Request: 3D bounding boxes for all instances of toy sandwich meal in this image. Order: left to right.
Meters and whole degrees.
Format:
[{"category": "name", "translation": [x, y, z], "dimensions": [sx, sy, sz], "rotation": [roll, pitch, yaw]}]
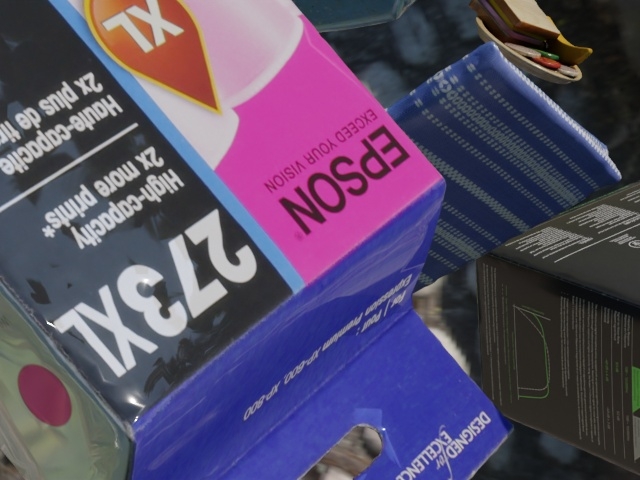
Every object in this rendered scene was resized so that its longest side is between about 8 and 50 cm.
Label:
[{"category": "toy sandwich meal", "translation": [0.134, -0.131, 1.134], "dimensions": [0.085, 0.085, 0.029], "rotation": [24, 112, -14]}]

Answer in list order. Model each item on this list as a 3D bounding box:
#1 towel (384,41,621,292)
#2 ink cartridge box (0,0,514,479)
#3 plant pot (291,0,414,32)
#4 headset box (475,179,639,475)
[{"category": "towel", "translation": [0.000, 0.000, 1.078], "dimensions": [0.336, 0.243, 0.040], "rotation": [-30, 67, 17]}, {"category": "ink cartridge box", "translation": [-0.084, -0.045, 0.579], "dimensions": [0.371, 0.069, 0.176], "rotation": [51, 45, 1]}, {"category": "plant pot", "translation": [-0.014, -0.281, 1.201], "dimensions": [0.252, 0.248, 0.247], "rotation": [26, 43, 14]}, {"category": "headset box", "translation": [0.291, 0.059, 1.225], "dimensions": [0.246, 0.283, 0.131], "rotation": [-22, 117, -35]}]
